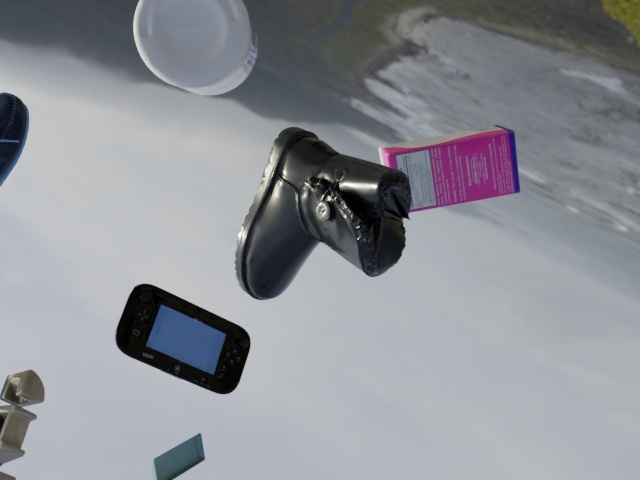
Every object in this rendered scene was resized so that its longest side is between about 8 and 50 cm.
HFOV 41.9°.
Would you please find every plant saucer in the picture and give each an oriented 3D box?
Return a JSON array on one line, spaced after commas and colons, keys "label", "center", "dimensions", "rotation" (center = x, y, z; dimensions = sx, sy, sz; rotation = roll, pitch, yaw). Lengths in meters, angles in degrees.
[{"label": "plant saucer", "center": [-0.323, 0.497, 1.896], "dimensions": [0.018, 0.067, 0.192], "rotation": [-8, -178, 25]}]

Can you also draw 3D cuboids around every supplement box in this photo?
[{"label": "supplement box", "center": [0.221, -0.125, 1.455], "dimensions": [0.219, 0.114, 0.111], "rotation": [-9, -167, -1]}]

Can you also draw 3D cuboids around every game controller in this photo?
[{"label": "game controller", "center": [-0.303, 0.223, 1.866], "dimensions": [0.319, 0.167, 0.067], "rotation": [29, 145, -27]}]

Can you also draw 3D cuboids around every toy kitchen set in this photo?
[{"label": "toy kitchen set", "center": [-0.525, 0.272, 1.216], "dimensions": [0.122, 0.207, 0.166], "rotation": [-18, 138, 35]}]

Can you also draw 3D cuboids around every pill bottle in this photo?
[{"label": "pill bottle", "center": [-0.166, -0.286, 1.191], "dimensions": [0.152, 0.152, 0.272], "rotation": [28, -174, -5]}]

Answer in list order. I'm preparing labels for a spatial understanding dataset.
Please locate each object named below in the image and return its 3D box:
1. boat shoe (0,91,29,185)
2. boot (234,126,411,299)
[{"label": "boat shoe", "center": [-0.519, -0.119, 1.249], "dimensions": [0.109, 0.258, 0.089], "rotation": [5, 155, 25]}, {"label": "boot", "center": [0.000, 0.000, 1.034], "dimensions": [0.094, 0.247, 0.207], "rotation": [1, -157, -43]}]
